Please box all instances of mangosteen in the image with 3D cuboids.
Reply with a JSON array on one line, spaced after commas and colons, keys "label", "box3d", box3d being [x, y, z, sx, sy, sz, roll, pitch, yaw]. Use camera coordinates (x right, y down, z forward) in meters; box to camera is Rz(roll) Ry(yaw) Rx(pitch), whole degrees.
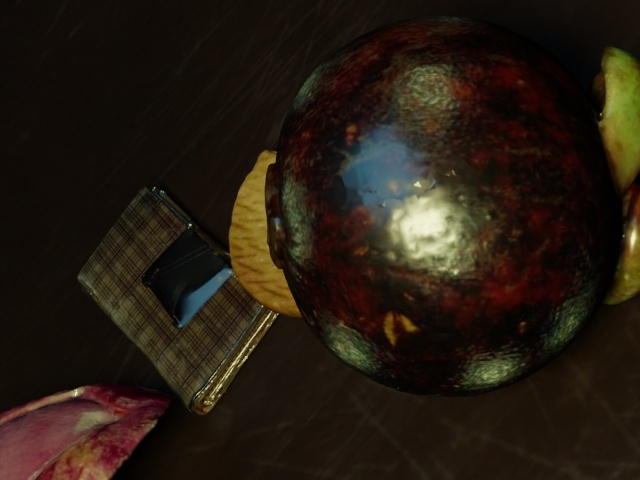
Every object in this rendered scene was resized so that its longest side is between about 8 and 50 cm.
[{"label": "mangosteen", "box3d": [0.102, -0.026, 1.247, 0.288, 0.288, 0.288, -23, 52, 34]}]

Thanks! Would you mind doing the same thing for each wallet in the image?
[{"label": "wallet", "box3d": [-0.130, 0.048, 1.581, 0.124, 0.042, 0.230, -55, 42, 6]}]

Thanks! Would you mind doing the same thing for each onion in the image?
[{"label": "onion", "box3d": [-0.240, 0.188, 1.462, 0.247, 0.111, 0.250, -44, 1, 18]}]

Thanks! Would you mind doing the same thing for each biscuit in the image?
[{"label": "biscuit", "box3d": [0.001, 0.001, 1.476, 0.224, 0.033, 0.144, 18, 72, 45]}]
